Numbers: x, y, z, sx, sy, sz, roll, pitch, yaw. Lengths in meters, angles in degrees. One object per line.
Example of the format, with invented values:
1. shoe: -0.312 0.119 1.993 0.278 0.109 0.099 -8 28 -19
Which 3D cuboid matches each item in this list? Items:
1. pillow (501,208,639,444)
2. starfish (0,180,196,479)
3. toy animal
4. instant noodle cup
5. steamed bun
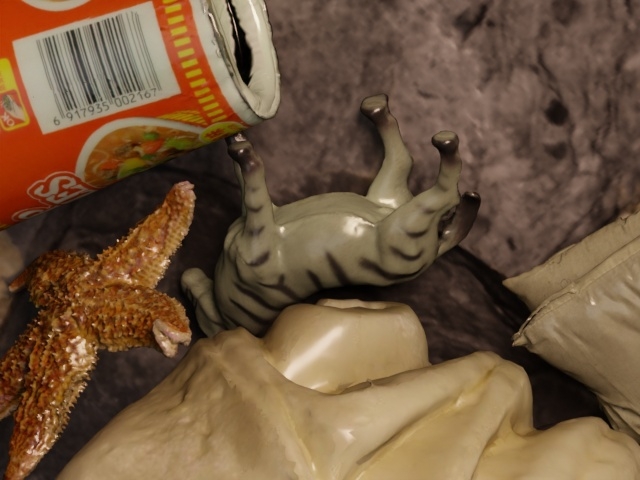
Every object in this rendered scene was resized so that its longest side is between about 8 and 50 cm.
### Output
1. pillow: 0.218 0.037 0.973 0.181 0.078 0.134 -36 105 27
2. starfish: -0.159 0.052 1.043 0.043 0.240 0.227 42 80 -28
3. toy animal: -0.002 0.003 1.035 0.217 0.073 0.176 -5 121 14
4. instant noodle cup: -0.144 -0.111 0.981 0.212 0.193 0.193 -15 108 14
5. steamed bun: 0.024 0.159 0.987 0.352 0.247 0.339 -12 151 28
